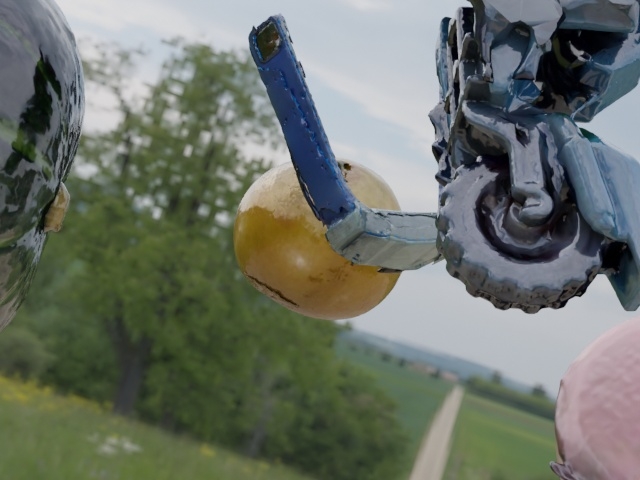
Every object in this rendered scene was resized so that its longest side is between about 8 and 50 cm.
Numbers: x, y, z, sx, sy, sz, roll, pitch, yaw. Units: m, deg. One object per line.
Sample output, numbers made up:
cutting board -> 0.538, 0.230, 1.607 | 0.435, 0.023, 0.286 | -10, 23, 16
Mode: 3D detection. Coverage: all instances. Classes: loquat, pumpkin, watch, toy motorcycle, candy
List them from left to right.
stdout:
pumpkin -> -0.296, -0.058, 1.055 | 0.241, 0.323, 0.323 | 11, -5, -2
loquat -> 0.000, 0.000, 2.208 | 0.263, 0.263, 0.263 | 18, -5, 2
watch -> 0.086, -0.105, 1.516 | 0.276, 0.275, 0.068 | -6, -25, -34
toy motorcycle -> 0.198, -0.128, 1.162 | 0.232, 0.416, 0.172 | 5, -35, -6
candy -> 0.325, 0.177, 1.342 | 0.255, 0.255, 0.094 | 16, -35, 25
